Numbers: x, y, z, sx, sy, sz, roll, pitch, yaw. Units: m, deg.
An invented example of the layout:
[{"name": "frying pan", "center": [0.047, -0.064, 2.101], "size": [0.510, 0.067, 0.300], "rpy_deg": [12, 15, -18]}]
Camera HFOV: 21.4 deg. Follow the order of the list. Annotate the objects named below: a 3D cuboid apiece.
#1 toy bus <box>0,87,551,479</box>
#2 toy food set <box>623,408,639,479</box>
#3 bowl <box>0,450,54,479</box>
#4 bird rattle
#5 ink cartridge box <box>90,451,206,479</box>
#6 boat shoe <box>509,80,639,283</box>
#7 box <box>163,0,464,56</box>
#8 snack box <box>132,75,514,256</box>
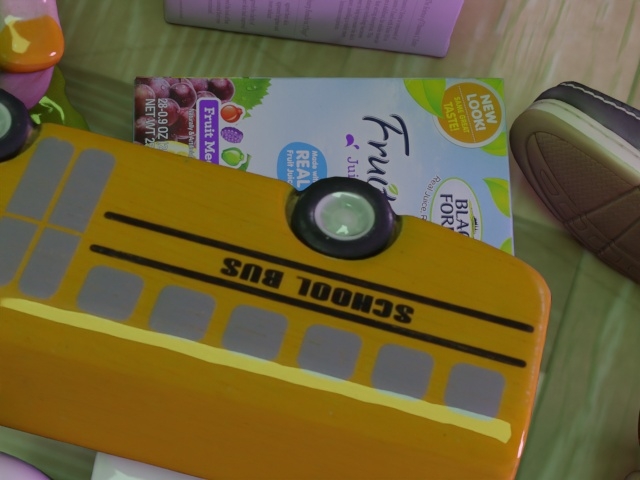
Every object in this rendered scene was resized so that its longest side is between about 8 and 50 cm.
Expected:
[{"name": "toy bus", "center": [-0.065, 0.034, 0.804], "size": [0.333, 0.108, 0.130], "rpy_deg": [14, 52, 3]}, {"name": "toy food set", "center": [0.209, 0.199, 0.866], "size": [0.105, 0.111, 0.232], "rpy_deg": [5, 71, -2]}, {"name": "bowl", "center": [-0.152, 0.176, 0.821], "size": [0.053, 0.142, 0.142], "rpy_deg": [12, 79, -2]}, {"name": "bird rattle", "center": [-0.177, -0.151, 0.904], "size": [0.143, 0.207, 0.253], "rpy_deg": [0, 83, -23]}, {"name": "ink cartridge box", "center": [0.005, 0.227, 0.840], "size": [0.278, 0.117, 0.201], "rpy_deg": [10, 73, 0]}, {"name": "boat shoe", "center": [0.238, -0.006, 0.939], "size": [0.285, 0.103, 0.092], "rpy_deg": [33, 69, 2]}, {"name": "box", "center": [0.000, -0.177, 0.951], "size": [0.171, 0.130, 0.091], "rpy_deg": [7, 73, -3]}, {"name": "snack box", "center": [0.000, 0.000, 0.931], "size": [0.207, 0.070, 0.174], "rpy_deg": [-1, 74, -5]}]
